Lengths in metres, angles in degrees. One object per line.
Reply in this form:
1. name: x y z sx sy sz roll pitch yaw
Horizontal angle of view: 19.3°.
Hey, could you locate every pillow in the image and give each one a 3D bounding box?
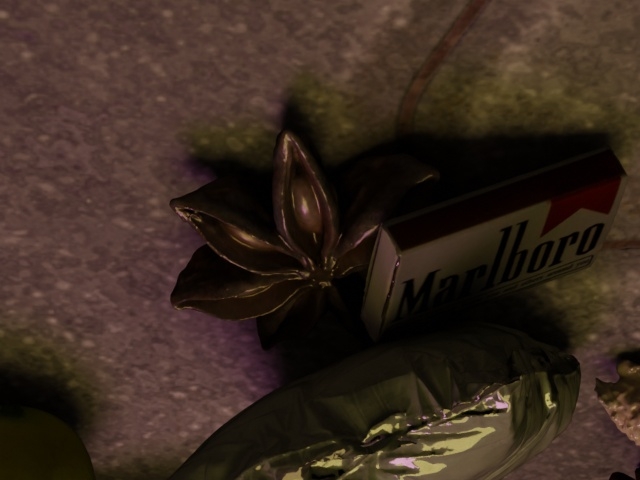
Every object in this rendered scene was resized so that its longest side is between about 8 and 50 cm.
1. pillow: 0.050 0.144 1.353 0.283 0.138 0.310 -26 173 18

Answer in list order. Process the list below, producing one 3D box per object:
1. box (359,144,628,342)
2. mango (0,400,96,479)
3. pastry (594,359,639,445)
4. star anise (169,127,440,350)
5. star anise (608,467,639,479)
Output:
1. box: 0.115 0.003 1.273 0.177 0.036 0.115 -19 149 -20
2. mango: -0.277 0.248 1.439 0.149 0.273 0.185 31 158 14
3. pastry: 0.352 0.108 1.440 0.258 0.089 0.121 -21 150 25
4. star anise: -0.016 0.000 1.292 0.197 0.073 0.212 14 135 -24
5. star anise: 0.328 0.280 1.503 0.272 0.272 0.102 36 91 -37
